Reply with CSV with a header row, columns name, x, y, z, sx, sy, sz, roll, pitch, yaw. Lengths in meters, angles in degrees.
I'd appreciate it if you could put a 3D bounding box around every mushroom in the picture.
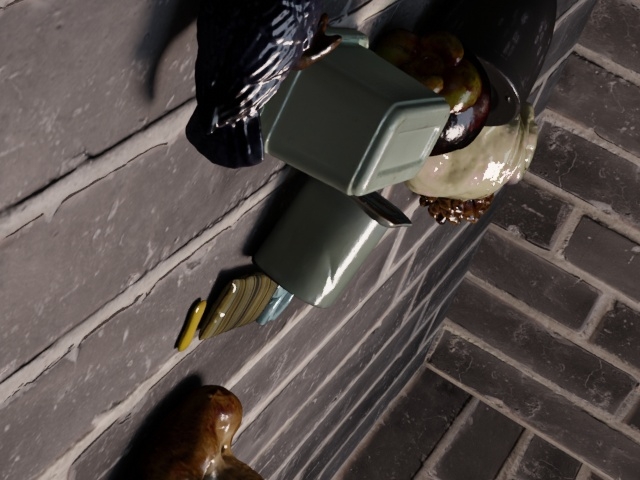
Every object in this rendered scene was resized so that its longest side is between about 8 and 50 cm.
name,x,y,z,sx,sy,sz,roll,pitch,yaw
mushroom,-0.197,0.386,1.715,0.267,0.254,0.267,-33,175,-3

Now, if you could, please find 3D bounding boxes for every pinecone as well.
name,x,y,z,sx,sy,sz,roll,pitch,yaw
pinecone,0.308,-0.120,2.418,0.185,0.168,0.212,-50,163,-40

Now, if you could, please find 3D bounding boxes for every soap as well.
name,x,y,z,sx,sy,sz,roll,pitch,yaw
soap,-0.186,0.123,1.556,0.034,0.012,0.089,-29,146,-63

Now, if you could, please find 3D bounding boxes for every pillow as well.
name,x,y,z,sx,sy,sz,roll,pitch,yaw
pillow,-0.121,0.094,1.668,0.113,0.038,0.203,-59,165,13

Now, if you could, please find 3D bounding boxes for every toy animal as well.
name,x,y,z,sx,sy,sz,roll,pitch,yaw
toy animal,-0.056,-0.223,1.089,0.298,0.122,0.185,-64,171,-8

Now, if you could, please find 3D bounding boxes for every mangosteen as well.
name,x,y,z,sx,sy,sz,roll,pitch,yaw
mangosteen,0.170,-0.229,1.681,0.210,0.210,0.210,-53,165,-22

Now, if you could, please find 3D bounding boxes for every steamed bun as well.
name,x,y,z,sx,sy,sz,roll,pitch,yaw
steamed bun,0.297,-0.192,2.069,0.320,0.206,0.275,-57,-171,-16

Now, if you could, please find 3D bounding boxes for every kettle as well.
name,x,y,z,sx,sy,sz,roll,pitch,yaw
kettle,0.291,-0.365,1.891,0.290,0.207,0.268,-61,-162,-21

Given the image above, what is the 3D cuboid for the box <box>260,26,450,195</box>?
name,x,y,z,sx,sy,sz,roll,pitch,yaw
box,0.042,-0.162,1.412,0.175,0.182,0.312,-64,164,18

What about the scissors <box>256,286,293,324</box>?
name,x,y,z,sx,sy,sz,roll,pitch,yaw
scissors,-0.001,-0.001,1.906,0.360,0.029,0.191,-52,168,-34

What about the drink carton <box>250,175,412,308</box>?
name,x,y,z,sx,sy,sz,roll,pitch,yaw
drink carton,0.014,-0.007,1.642,0.190,0.185,0.191,-59,168,10
